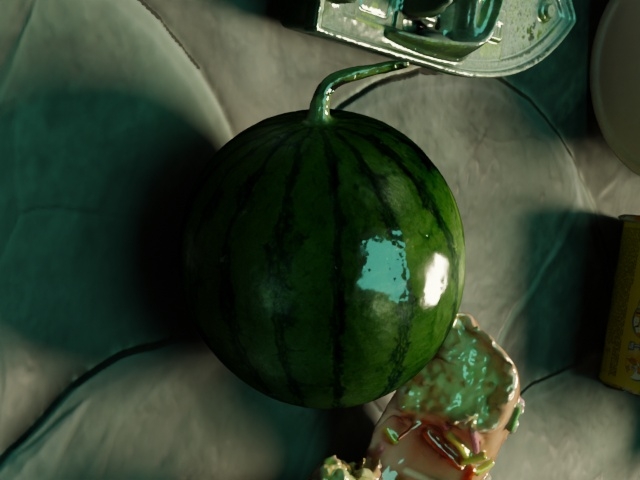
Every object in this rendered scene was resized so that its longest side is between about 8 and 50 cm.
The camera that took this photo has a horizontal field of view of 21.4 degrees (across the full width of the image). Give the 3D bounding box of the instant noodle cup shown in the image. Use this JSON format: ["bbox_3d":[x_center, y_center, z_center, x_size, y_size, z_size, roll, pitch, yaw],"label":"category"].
[{"bbox_3d":[0.329,0.073,1.449,0.205,0.205,0.153,19,89,-46],"label":"instant noodle cup"}]

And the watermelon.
[{"bbox_3d":[0.000,0.000,1.081,0.188,0.188,0.214,-29,125,-42],"label":"watermelon"}]

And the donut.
[{"bbox_3d":[0.057,0.172,1.175,0.233,0.085,0.199,-48,161,-33],"label":"donut"}]

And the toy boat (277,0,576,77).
[{"bbox_3d":[0.090,-0.194,1.235,0.319,0.092,0.141,9,88,-48],"label":"toy boat"}]

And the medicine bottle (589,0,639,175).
[{"bbox_3d":[0.406,-0.142,1.467,0.302,0.241,0.241,0,93,-38],"label":"medicine bottle"}]
